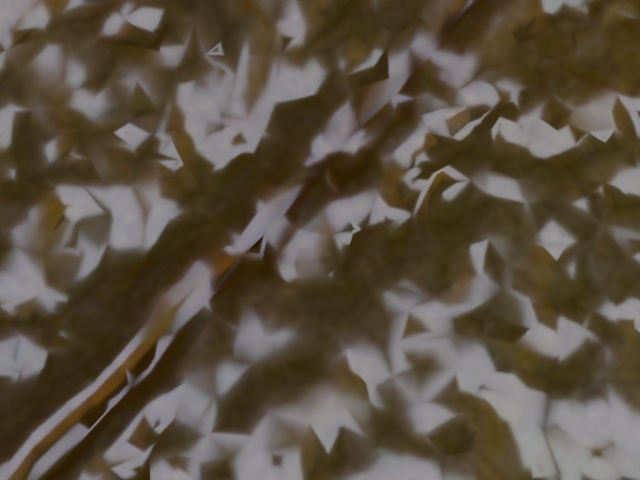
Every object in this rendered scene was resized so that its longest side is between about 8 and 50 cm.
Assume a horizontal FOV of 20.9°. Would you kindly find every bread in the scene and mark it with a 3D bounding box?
[{"bbox_3d":[0.001,0.003,0.453,0.328,0.148,0.337,38,79,16],"label":"bread"}]
